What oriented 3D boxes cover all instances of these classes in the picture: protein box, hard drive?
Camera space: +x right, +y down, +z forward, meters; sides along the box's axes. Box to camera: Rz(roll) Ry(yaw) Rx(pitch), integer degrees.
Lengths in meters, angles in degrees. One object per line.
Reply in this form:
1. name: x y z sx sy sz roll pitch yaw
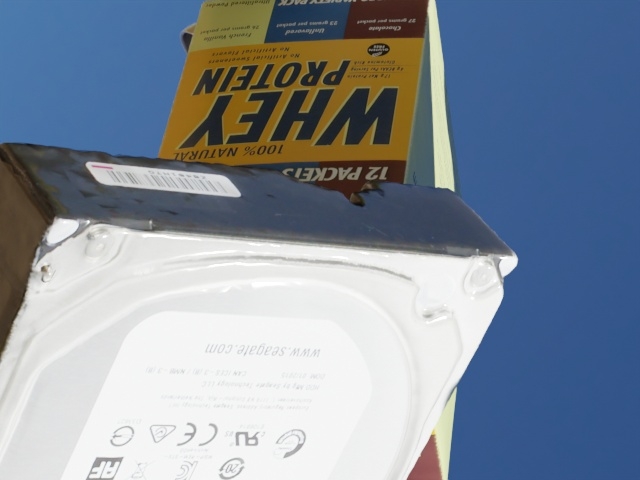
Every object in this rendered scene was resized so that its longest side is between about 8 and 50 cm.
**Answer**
1. protein box: 0.000 0.000 1.106 0.136 0.200 0.201 -2 -140 11
2. hard drive: -0.082 0.124 0.846 0.064 0.237 0.339 50 -58 41

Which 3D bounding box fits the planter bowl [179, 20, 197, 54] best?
1. planter bowl: 0.001 -0.109 1.311 0.109 0.162 0.162 -41 -152 -9
